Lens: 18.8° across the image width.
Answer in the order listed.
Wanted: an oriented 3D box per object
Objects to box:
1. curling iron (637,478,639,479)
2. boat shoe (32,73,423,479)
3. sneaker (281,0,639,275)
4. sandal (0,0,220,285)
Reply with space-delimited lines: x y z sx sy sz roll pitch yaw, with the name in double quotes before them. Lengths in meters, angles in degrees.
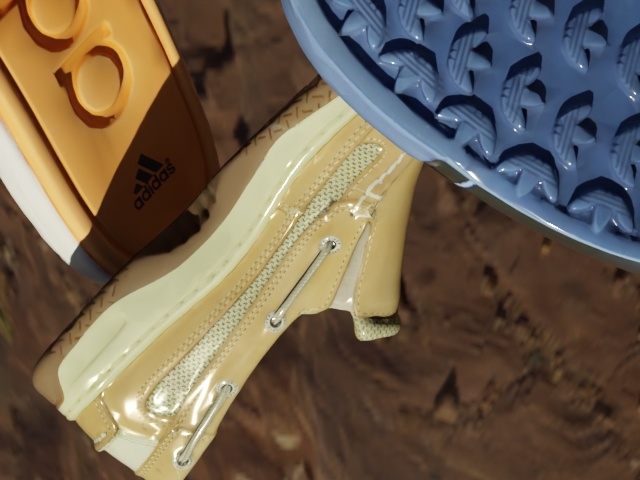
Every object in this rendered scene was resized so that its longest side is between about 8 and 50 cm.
"curling iron" 0.166 0.159 0.580 0.068 0.035 0.274 -42 42 15
"boat shoe" 0.000 0.000 0.587 0.072 0.068 0.190 45 106 1
"sneaker" 0.094 -0.018 0.426 0.232 0.090 0.081 23 82 -8
"sandal" -0.077 -0.092 0.565 0.076 0.265 0.102 5 48 41
